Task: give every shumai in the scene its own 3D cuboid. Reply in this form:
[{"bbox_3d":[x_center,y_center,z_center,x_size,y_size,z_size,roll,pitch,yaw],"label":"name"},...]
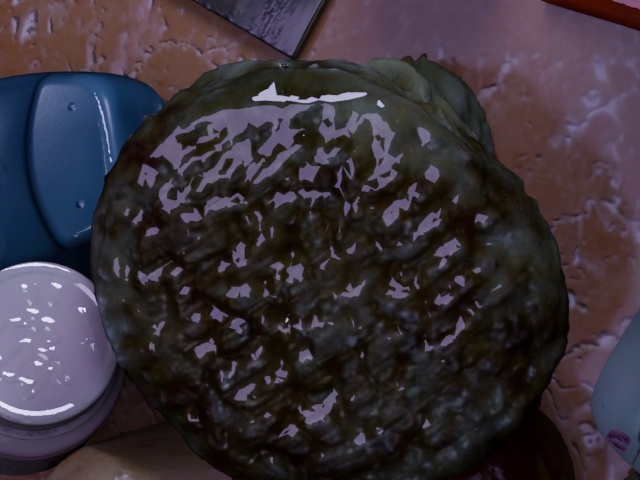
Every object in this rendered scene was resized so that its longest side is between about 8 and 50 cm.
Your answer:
[{"bbox_3d":[0.000,0.000,1.468,0.395,0.348,0.395,-1,108,-2],"label":"shumai"}]

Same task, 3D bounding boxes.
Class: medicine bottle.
[{"bbox_3d":[-0.261,0.115,1.511,0.170,0.293,0.170,3,77,-14],"label":"medicine bottle"}]

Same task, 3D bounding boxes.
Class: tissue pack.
[{"bbox_3d":[-0.273,-0.052,1.617,0.287,0.206,0.198,-10,82,16],"label":"tissue pack"}]

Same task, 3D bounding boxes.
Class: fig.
[{"bbox_3d":[0.188,0.249,1.523,0.290,0.190,0.191,32,104,-5],"label":"fig"}]

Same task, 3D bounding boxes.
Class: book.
[{"bbox_3d":[-0.082,-0.296,1.623,0.228,0.024,0.160,32,102,12],"label":"book"}]

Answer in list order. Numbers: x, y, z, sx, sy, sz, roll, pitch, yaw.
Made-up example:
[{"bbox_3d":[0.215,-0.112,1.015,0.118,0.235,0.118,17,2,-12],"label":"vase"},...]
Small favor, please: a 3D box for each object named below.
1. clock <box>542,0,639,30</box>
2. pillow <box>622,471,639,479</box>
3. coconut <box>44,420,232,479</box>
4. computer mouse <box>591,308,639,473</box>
[{"bbox_3d":[0.282,-0.244,1.497,0.155,0.061,0.113,19,99,13],"label":"clock"},{"bbox_3d":[0.381,0.198,1.513,0.203,0.038,0.113,-40,85,17],"label":"pillow"},{"bbox_3d":[-0.149,0.328,1.554,0.352,0.352,0.353,1,95,17],"label":"coconut"},{"bbox_3d":[0.351,0.084,1.462,0.159,0.097,0.288,43,101,25],"label":"computer mouse"}]
